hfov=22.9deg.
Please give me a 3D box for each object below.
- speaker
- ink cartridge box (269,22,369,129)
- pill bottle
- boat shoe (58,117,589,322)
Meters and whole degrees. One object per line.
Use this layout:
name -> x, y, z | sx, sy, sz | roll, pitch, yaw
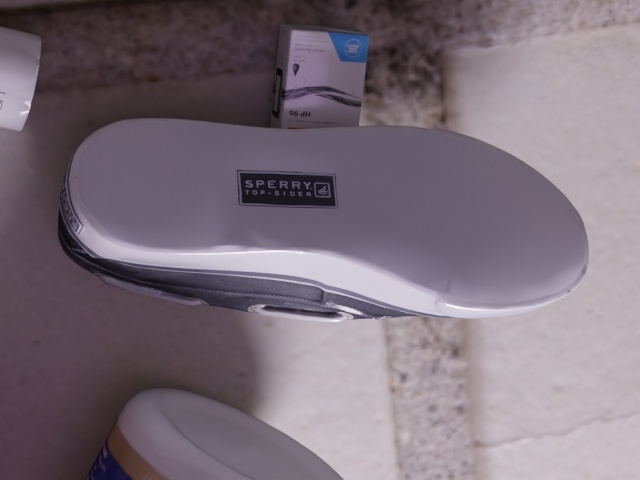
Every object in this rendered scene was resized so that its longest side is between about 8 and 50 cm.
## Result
speaker -> -0.218, -0.098, 0.835 | 0.136, 0.055, 0.055 | 12, 102, -19
ink cartridge box -> -0.002, -0.082, 0.916 | 0.048, 0.028, 0.083 | 2, 105, -16
pill bottle -> -0.099, 0.232, 0.912 | 0.153, 0.153, 0.265 | 24, 98, -21
boat shoe -> 0.000, 0.000, 0.904 | 0.301, 0.102, 0.108 | 3, 68, -14
